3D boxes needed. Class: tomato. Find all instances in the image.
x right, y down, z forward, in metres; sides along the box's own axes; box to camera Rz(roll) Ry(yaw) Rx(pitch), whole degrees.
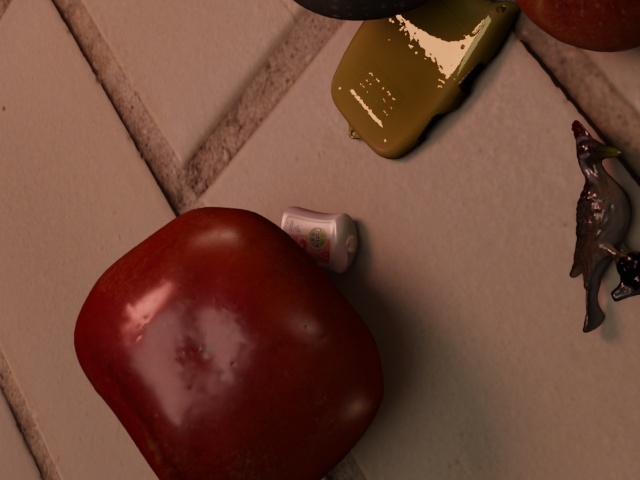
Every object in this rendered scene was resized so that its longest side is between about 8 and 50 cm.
[{"bbox_3d":[-0.097,0.132,0.981,0.293,0.290,0.325,-33,82,1],"label":"tomato"}]

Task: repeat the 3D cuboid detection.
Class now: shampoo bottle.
[{"bbox_3d":[0.000,0.000,1.063,0.099,0.043,0.072,9,99,37],"label":"shampoo bottle"}]

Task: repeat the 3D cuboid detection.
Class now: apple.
[{"bbox_3d":[0.260,-0.266,0.794,0.201,0.162,0.201,-4,81,28],"label":"apple"}]

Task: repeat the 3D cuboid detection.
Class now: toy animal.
[{"bbox_3d":[0.265,-0.017,0.852,0.105,0.070,0.202,-17,85,55],"label":"toy animal"}]

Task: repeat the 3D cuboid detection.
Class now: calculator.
[{"bbox_3d":[0.099,-0.199,0.990,0.157,0.033,0.236,51,121,23],"label":"calculator"}]

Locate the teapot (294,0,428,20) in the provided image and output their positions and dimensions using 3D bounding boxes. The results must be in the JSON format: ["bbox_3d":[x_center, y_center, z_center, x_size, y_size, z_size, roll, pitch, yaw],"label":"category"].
[{"bbox_3d":[0.069,-0.386,0.841,0.305,0.285,0.223,-17,60,3],"label":"teapot"}]
